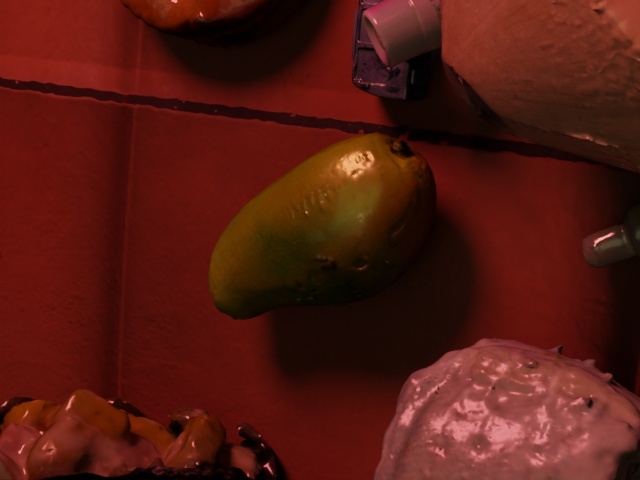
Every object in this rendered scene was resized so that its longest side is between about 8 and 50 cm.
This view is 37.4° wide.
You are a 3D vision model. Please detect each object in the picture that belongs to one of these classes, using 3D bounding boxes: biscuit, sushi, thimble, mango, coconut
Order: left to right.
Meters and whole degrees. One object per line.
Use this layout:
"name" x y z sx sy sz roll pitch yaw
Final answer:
"sushi" -0.189 0.315 0.838 0.285 0.328 0.329 -140 52 -58
"biscuit" -0.096 -0.276 0.807 0.220 0.066 0.220 6 103 27
"mango" 0.000 0.000 0.784 0.233 0.111 0.125 -37 77 29
"thimble" 0.144 0.188 0.688 0.172 0.205 0.250 21 125 29
"coconut" 0.185 -0.157 0.566 0.244 0.239 0.239 -33 83 7

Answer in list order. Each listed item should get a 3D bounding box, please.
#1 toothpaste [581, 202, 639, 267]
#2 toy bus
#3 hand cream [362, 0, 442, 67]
"toothpaste" 0.306 -0.031 0.656 0.255 0.037 0.067 -22 94 26
"toy bus" 0.063 -0.195 0.750 0.065 0.047 0.166 12 104 28
"hand cream" 0.118 -0.184 0.695 0.174 0.047 0.076 -27 87 -2
